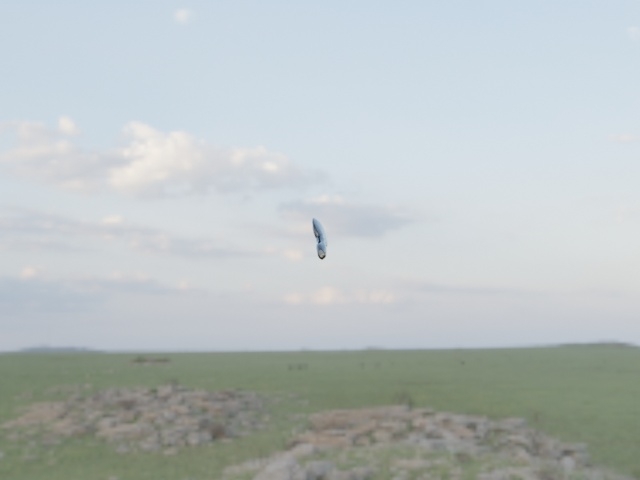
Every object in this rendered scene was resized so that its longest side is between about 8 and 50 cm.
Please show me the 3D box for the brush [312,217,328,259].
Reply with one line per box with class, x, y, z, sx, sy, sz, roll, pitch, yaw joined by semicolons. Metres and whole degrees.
brush;0.000;0.000;0.828;0.008;0.024;0.083;-26;16;5
